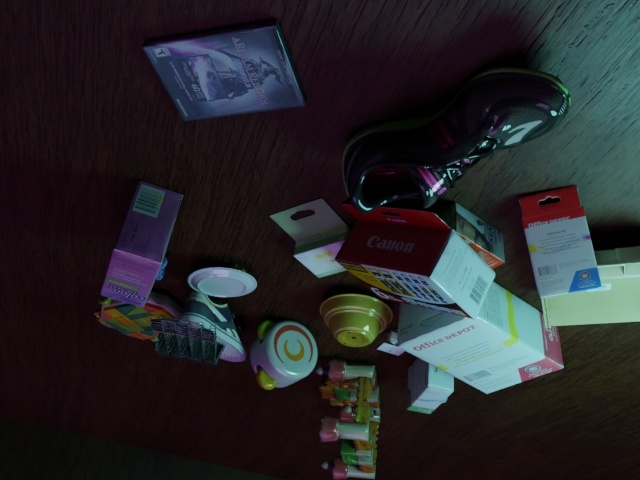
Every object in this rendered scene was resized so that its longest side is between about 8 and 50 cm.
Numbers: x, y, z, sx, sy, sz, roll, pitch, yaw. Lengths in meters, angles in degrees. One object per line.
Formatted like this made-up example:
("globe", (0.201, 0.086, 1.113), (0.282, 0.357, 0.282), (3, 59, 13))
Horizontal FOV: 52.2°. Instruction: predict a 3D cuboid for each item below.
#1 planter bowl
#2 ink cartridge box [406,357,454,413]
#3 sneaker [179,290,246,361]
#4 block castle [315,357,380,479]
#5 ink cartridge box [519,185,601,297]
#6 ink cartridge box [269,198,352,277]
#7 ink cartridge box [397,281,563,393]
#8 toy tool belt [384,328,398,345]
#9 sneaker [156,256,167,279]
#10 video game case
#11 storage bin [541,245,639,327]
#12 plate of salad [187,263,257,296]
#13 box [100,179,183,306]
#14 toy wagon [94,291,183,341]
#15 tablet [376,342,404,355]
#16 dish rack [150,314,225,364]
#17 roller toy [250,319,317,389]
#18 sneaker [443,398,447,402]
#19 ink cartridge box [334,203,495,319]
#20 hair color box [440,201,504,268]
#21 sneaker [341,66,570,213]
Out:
("planter bowl", (0.099, 0.249, 1.900), (0.217, 0.090, 0.217), (6, 144, 4))
("ink cartridge box", (0.357, 0.452, 2.133), (0.093, 0.154, 0.212), (12, 144, -5))
("sneaker", (-0.317, 0.269, 2.046), (0.126, 0.127, 0.321), (-5, 144, 21))
("block castle", (0.089, 0.635, 2.315), (0.212, 0.303, 0.453), (2, 143, 11))
("ink cartridge box", (0.539, 0.004, 1.477), (0.134, 0.231, 0.078), (-12, 174, 21))
("ink cartridge box", (0.000, 0.000, 1.675), (0.171, 0.056, 0.235), (-17, 139, 32))
("ink cartridge box", (0.448, 0.264, 1.851), (0.384, 0.160, 0.279), (30, 138, -27))
("toy tool belt", (0.243, 0.309, 2.060), (0.083, 0.052, 0.051), (27, 172, -19))
("sneaker", (-0.471, 0.080, 1.883), (0.059, 0.053, 0.144), (32, 147, -28))
("video game case", (-0.185, -0.328, 1.288), (0.274, 0.026, 0.196), (-3, 143, 17))
("storage bin", (0.674, 0.097, 1.610), (0.262, 0.123, 0.260), (-5, 142, 20))
("plate of salad", (-0.284, 0.115, 1.895), (0.199, 0.048, 0.200), (0, 152, 0))
("box", (-0.451, 0.012, 1.645), (0.117, 0.214, 0.243), (18, 144, -14))
("toy wagon", (-0.598, 0.248, 2.123), (0.344, 0.068, 0.267), (-12, 139, 26))
("tablet", (0.233, 0.360, 2.159), (0.083, 0.006, 0.054), (20, 143, -14))
("dish rack", (-0.389, 0.279, 1.901), (0.208, 0.074, 0.271), (10, 148, -1))
("roller toy", (-0.119, 0.364, 2.075), (0.191, 0.209, 0.146), (7, 151, -34))
("sneaker", (0.380, 0.555, 2.353), (0.158, 0.061, 0.065), (26, 147, -22))
("ink cartridge box", (0.198, 0.044, 1.532), (0.309, 0.130, 0.272), (8, 154, 50))
("hair color box", (0.362, -0.009, 1.553), (0.167, 0.093, 0.053), (27, 139, -25))
("sneaker", (0.252, -0.167, 1.265), (0.482, 0.202, 0.185), (-22, 135, 35))
